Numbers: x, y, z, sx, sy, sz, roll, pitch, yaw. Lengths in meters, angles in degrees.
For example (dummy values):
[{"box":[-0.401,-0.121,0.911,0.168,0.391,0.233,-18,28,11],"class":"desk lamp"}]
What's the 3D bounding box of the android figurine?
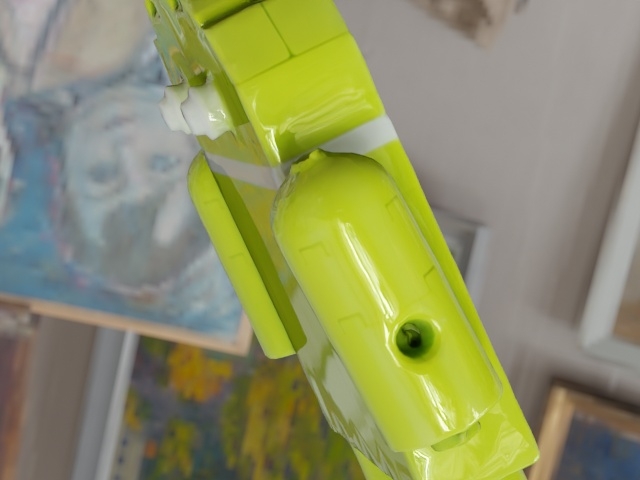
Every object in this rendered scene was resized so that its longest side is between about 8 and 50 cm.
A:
[{"box":[0.000,0.000,0.697,0.056,0.272,0.248,-28,-169,-8],"class":"android figurine"}]
